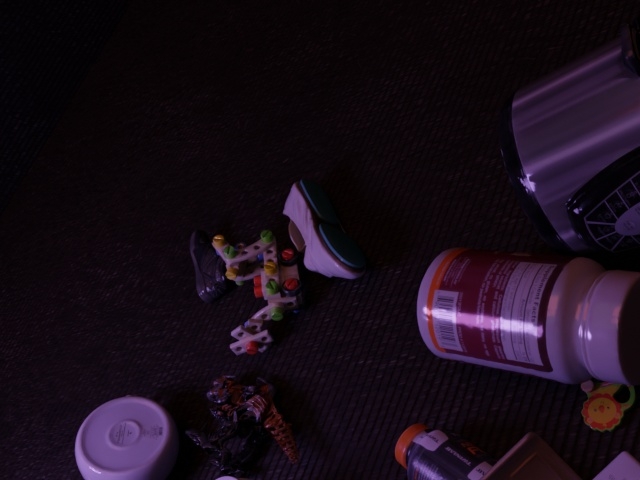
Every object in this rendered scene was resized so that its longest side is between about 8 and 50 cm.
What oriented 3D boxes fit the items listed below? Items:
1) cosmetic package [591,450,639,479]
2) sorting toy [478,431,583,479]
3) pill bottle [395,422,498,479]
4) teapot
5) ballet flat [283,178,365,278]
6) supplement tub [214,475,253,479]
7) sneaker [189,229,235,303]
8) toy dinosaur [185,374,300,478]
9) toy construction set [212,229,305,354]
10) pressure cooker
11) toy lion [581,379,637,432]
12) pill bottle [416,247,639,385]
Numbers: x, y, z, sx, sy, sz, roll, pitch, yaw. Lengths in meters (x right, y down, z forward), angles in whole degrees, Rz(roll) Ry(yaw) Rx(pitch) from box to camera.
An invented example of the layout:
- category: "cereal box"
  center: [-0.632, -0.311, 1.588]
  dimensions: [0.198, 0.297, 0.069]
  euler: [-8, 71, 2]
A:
- category: "cosmetic package"
  center: [0.385, 0.561, 1.200]
  dimensions: [0.453, 0.161, 0.230]
  euler: [-44, 30, 3]
- category: "sorting toy"
  center: [0.304, 0.483, 1.330]
  dimensions: [0.307, 0.229, 0.041]
  euler: [-44, 7, 2]
- category: "pill bottle"
  center: [0.244, 0.422, 1.467]
  dimensions: [0.245, 0.130, 0.130]
  euler: [28, 78, 46]
- category: "teapot"
  center: [-0.443, 0.500, 1.925]
  dimensions: [0.252, 0.187, 0.256]
  euler: [29, 51, 28]
- category: "ballet flat"
  center: [0.000, 0.000, 2.002]
  dimensions: [0.139, 0.139, 0.400]
  euler: [-38, 39, 8]
- category: "supplement tub"
  center: [-0.136, 0.554, 1.617]
  dimensions: [0.144, 0.199, 0.144]
  euler: [-21, 49, 25]
- category: "sneaker"
  center: [-0.275, 0.048, 2.198]
  dimensions: [0.130, 0.087, 0.227]
  euler: [-30, 48, 14]
- category: "toy dinosaur"
  center: [-0.165, 0.398, 1.808]
  dimensions: [0.218, 0.164, 0.322]
  euler: [-44, 18, -21]
- category: "toy construction set"
  center: [-0.149, 0.112, 1.999]
  dimensions: [0.215, 0.151, 0.328]
  euler: [-10, 58, 1]
- category: "pressure cooker"
  center: [0.573, -0.189, 1.454]
  dimensions: [0.420, 0.370, 0.375]
  euler: [-25, 86, 35]
- category: "toy lion"
  center: [0.505, 0.285, 1.441]
  dimensions: [0.100, 0.034, 0.096]
  euler: [-23, 54, 23]
- category: "pill bottle"
  center: [0.391, 0.134, 1.486]
  dimensions: [0.392, 0.224, 0.224]
  euler: [5, 63, 44]
